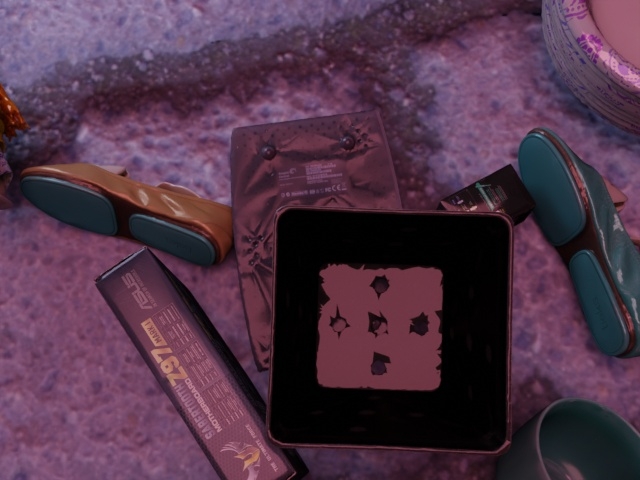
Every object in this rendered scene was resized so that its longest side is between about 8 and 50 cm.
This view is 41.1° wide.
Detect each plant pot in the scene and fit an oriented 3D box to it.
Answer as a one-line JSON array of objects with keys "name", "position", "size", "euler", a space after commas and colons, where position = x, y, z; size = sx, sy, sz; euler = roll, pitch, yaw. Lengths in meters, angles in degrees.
[{"name": "plant pot", "position": [0.056, 0.076, 0.738], "size": [0.188, 0.167, 0.188], "euler": [2, 84, 2]}]

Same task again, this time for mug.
[{"name": "mug", "position": [0.236, 0.225, 0.771], "size": [0.158, 0.097, 0.129], "euler": [24, 45, -9]}]

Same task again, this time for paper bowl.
[{"name": "paper bowl", "position": [0.370, -0.233, 0.872], "size": [0.284, 0.148, 0.284], "euler": [0, 75, 2]}]

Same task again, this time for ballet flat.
[{"name": "ballet flat", "position": [0.279, -0.003, 0.858], "size": [0.087, 0.083, 0.247], "euler": [-12, 73, -26]}, {"name": "ballet flat", "position": [-0.196, -0.037, 0.893], "size": [0.232, 0.080, 0.073], "euler": [21, 49, 5]}]

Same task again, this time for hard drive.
[{"name": "hard drive", "position": [0.000, 0.000, 0.872], "size": [0.172, 0.054, 0.254], "euler": [-8, 76, 1]}]

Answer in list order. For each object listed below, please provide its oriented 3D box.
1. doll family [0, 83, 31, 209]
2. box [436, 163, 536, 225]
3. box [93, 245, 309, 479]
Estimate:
[{"name": "doll family", "position": [-0.390, -0.088, 0.884], "size": [0.263, 0.118, 0.163], "euler": [-25, 67, 28]}, {"name": "box", "position": [0.166, -0.030, 0.869], "size": [0.083, 0.062, 0.052], "euler": [-28, 77, -5]}, {"name": "box", "position": [-0.100, 0.130, 0.775], "size": [0.059, 0.183, 0.232], "euler": [-35, 77, -7]}]
